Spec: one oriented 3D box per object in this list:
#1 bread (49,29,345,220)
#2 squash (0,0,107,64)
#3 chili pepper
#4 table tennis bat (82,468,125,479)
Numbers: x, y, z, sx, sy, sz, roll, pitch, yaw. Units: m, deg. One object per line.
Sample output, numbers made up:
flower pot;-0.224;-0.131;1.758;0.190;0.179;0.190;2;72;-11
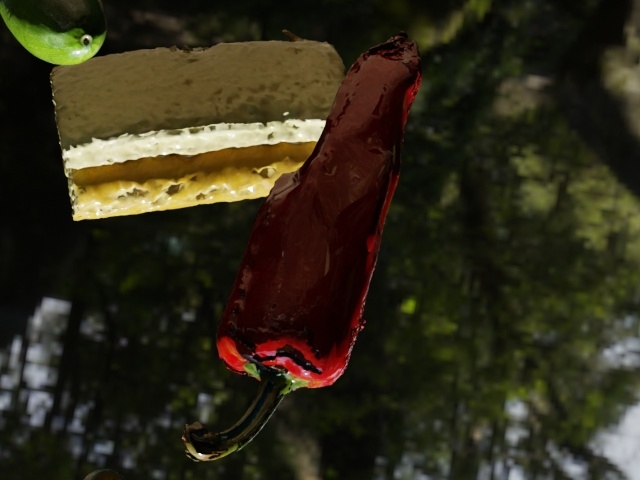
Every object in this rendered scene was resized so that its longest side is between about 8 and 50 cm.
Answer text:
bread;-0.144;-0.155;2.087;0.375;0.165;0.236;-6;-144;-7
squash;-0.246;-0.222;1.453;0.082;0.082;0.292;13;-159;-25
chili pepper;0.000;0.000;1.275;0.110;0.387;0.110;18;162;6
table tennis bat;-0.163;0.243;1.353;0.019;0.100;0.155;-9;154;17
